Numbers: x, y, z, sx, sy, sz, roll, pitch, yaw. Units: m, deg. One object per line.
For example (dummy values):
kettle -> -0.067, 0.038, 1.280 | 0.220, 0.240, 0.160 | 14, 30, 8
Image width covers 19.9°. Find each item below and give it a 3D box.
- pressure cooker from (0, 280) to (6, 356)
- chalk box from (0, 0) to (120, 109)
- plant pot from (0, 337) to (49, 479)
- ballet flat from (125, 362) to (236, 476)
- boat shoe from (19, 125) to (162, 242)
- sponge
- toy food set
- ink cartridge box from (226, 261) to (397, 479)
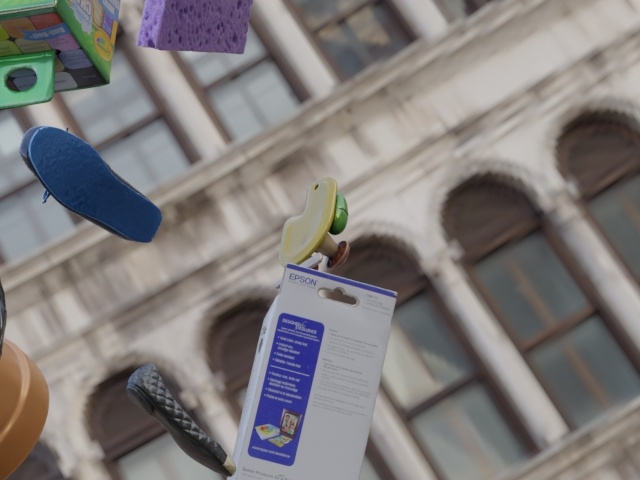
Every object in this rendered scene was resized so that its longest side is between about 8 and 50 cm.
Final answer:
pressure cooker -> -0.570, 0.135, 1.842 | 0.420, 0.370, 0.375 | -47, -6, 28
chalk box -> -0.275, -0.223, 1.726 | 0.132, 0.213, 0.132 | -6, -32, 16
plant pot -> -0.580, 0.226, 2.717 | 0.291, 0.291, 0.203 | -32, -47, -1
ballet flat -> -0.161, 0.218, 2.192 | 0.049, 0.173, 0.057 | -48, 8, -28
boat shoe -> -0.336, -0.069, 2.551 | 0.109, 0.089, 0.258 | -56, -50, -17
sponge -> -0.135, -0.270, 2.053 | 0.210, 0.031, 0.117 | -9, -70, -65
toy food set -> 0.000, 0.000, 2.854 | 0.071, 0.218, 0.128 | 35, -50, -23
ink cartridge box -> -0.013, 0.209, 2.398 | 0.165, 0.332, 0.065 | 17, -13, -11
